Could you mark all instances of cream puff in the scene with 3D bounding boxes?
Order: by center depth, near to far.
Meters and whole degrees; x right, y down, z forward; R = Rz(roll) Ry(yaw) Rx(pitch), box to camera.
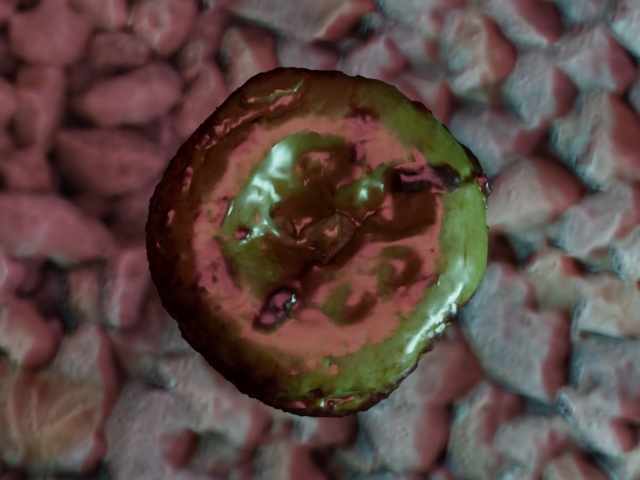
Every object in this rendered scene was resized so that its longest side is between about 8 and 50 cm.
[{"bbox_3d":[0.000,0.000,0.575,0.149,0.084,0.149,0,87,-4],"label":"cream puff"}]
